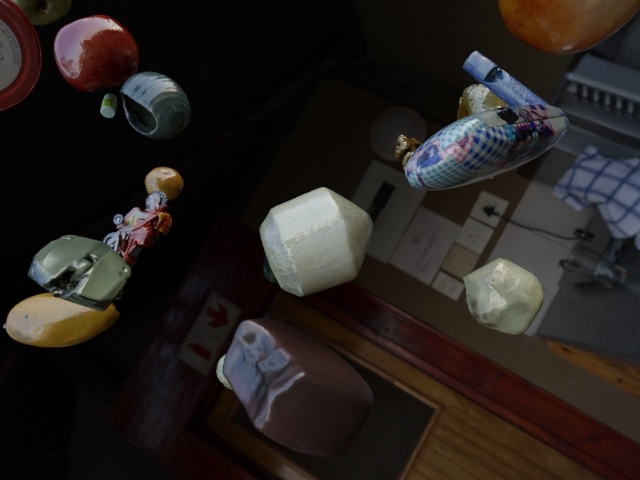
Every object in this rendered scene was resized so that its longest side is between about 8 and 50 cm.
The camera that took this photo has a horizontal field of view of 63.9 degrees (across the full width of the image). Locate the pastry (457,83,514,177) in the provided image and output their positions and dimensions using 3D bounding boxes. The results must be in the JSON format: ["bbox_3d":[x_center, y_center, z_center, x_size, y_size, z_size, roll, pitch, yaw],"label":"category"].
[{"bbox_3d":[0.544,-0.369,1.712,0.329,0.137,0.329,-6,-90,-87],"label":"pastry"}]

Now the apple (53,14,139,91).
[{"bbox_3d":[-0.742,-0.614,1.701,0.260,0.261,0.216,-43,-60,-49],"label":"apple"}]

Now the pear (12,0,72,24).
[{"bbox_3d":[-0.735,-0.641,1.321,0.167,0.136,0.167,-26,-23,-12],"label":"pear"}]

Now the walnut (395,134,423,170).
[{"bbox_3d":[0.271,-0.233,1.460,0.069,0.142,0.170,-42,-22,29],"label":"walnut"}]

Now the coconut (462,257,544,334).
[{"bbox_3d":[0.508,0.157,1.458,0.224,0.224,0.224,-54,-17,-25],"label":"coconut"}]

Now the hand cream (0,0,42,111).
[{"bbox_3d":[-0.615,-0.337,0.890,0.230,0.149,0.230,-23,-54,-37],"label":"hand cream"}]

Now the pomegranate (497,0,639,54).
[{"bbox_3d":[0.420,-0.443,0.838,0.229,0.251,0.270,-23,7,2],"label":"pomegranate"}]

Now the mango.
[{"bbox_3d":[-0.845,0.258,1.682,0.144,0.360,0.186,90,178,-53],"label":"mango"}]

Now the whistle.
[{"bbox_3d":[0.494,-0.373,1.305,0.062,0.304,0.062,-40,-17,-15],"label":"whistle"}]

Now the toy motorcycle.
[{"bbox_3d":[-0.629,-0.038,1.792,0.298,0.171,0.089,-46,-14,-3],"label":"toy motorcycle"}]

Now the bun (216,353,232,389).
[{"bbox_3d":[-0.251,0.387,1.509,0.115,0.115,0.069,-63,-1,5],"label":"bun"}]

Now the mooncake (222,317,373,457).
[{"bbox_3d":[-0.055,0.303,1.060,0.174,0.326,0.334,-58,-19,4],"label":"mooncake"}]

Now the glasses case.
[{"bbox_3d":[0.240,-0.132,0.717,0.328,0.076,0.125,-18,-13,-43],"label":"glasses case"}]

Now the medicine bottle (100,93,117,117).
[{"bbox_3d":[-0.722,-0.462,1.754,0.047,0.047,0.083,99,165,-51],"label":"medicine bottle"}]

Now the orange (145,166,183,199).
[{"bbox_3d":[-0.666,-0.236,2.182,0.159,0.159,0.136,-43,-21,-49],"label":"orange"}]

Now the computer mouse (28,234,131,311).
[{"bbox_3d":[-0.629,0.073,1.386,0.145,0.228,0.429,-59,13,-3],"label":"computer mouse"}]

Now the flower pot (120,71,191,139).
[{"bbox_3d":[-0.495,-0.406,1.547,0.157,0.243,0.189,-37,-34,-32],"label":"flower pot"}]

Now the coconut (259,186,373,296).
[{"bbox_3d":[0.000,0.000,1.212,0.266,0.237,0.237,-25,-21,-5],"label":"coconut"}]

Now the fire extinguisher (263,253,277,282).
[{"bbox_3d":[-0.142,0.032,1.739,0.294,0.118,0.093,105,156,-56],"label":"fire extinguisher"}]
